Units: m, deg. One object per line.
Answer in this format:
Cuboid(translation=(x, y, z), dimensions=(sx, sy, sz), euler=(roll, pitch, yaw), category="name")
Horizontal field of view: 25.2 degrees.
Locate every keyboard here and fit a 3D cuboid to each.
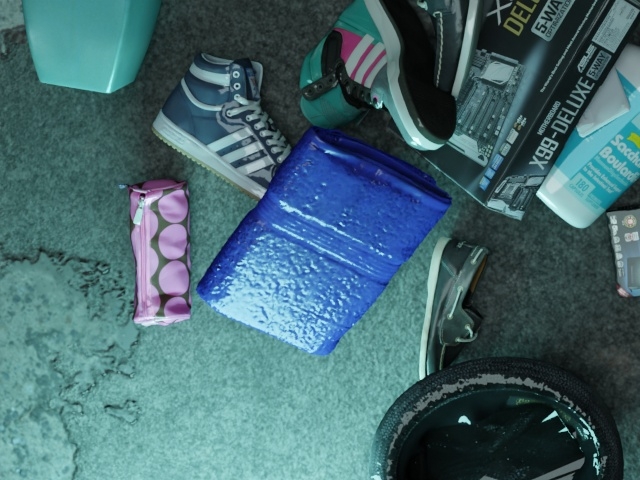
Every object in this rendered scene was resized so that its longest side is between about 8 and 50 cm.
Cuboid(translation=(0.326, -0.249, 1.823), dimensions=(0.072, 0.014, 0.256), euler=(-27, 55, 21), category="keyboard")

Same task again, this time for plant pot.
Cuboid(translation=(-0.308, -0.329, 1.947), dimensions=(0.166, 0.165, 0.234), euler=(9, 108, 10), category="plant pot")

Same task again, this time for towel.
Cuboid(translation=(0.000, 0.000, 1.914), dimensions=(0.228, 0.076, 0.308), euler=(26, 117, -21), category="towel")

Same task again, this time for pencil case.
Cuboid(translation=(-0.230, 0.019, 2.011), dimensions=(0.095, 0.098, 0.209), euler=(-2, 99, 11), category="pencil case")

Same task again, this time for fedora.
Cuboid(translation=(0.235, 0.293, 1.931), dimensions=(0.334, 0.152, 0.333), euler=(1, 97, 5), category="fedora")

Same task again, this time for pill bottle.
Cuboid(translation=(0.380, -0.152, 1.841), dimensions=(0.146, 0.146, 0.264), euler=(44, 104, 2), category="pill bottle")

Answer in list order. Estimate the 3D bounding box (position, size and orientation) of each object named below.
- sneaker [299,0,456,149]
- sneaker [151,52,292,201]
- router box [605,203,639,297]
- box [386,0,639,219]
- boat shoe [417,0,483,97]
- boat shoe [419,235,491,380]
Cuboid(translation=(0.061, -0.190, 1.863), dimensions=(0.124, 0.295, 0.178), euler=(27, 124, -36), category="sneaker")
Cuboid(translation=(-0.082, -0.149, 1.957), dimensions=(0.282, 0.099, 0.153), euler=(31, 105, 8), category="sneaker")
Cuboid(translation=(0.435, 0.012, 1.910), dimensions=(0.092, 0.038, 0.122), euler=(-9, 97, 12), category="router box")
Cuboid(translation=(0.242, -0.217, 1.822), dimensions=(0.307, 0.077, 0.242), euler=(-60, 40, 13), category="box")
Cuboid(translation=(0.161, -0.330, 1.761), dimensions=(0.091, 0.114, 0.302), euler=(9, 101, 6), category="boat shoe")
Cuboid(translation=(0.181, 0.114, 1.952), dimensions=(0.079, 0.084, 0.233), euler=(11, 98, 14), category="boat shoe")
